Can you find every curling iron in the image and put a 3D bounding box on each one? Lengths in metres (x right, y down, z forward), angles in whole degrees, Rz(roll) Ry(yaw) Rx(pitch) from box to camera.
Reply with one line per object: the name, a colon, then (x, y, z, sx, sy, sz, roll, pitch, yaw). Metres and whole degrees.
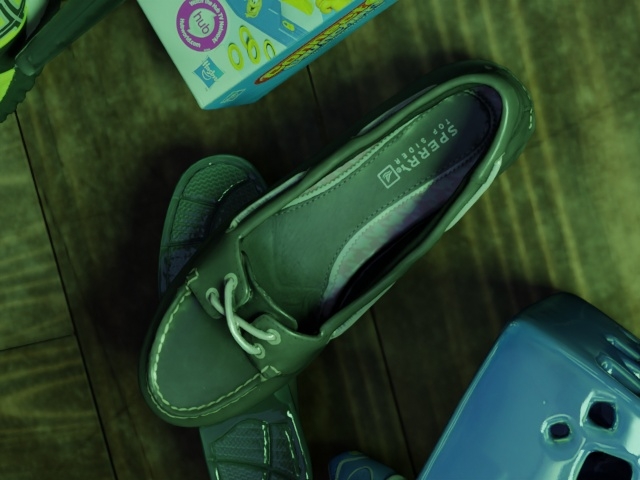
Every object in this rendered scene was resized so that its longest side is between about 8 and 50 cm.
curling iron: (-0.105, -0.182, 1.064, 0.274, 0.035, 0.068, -28, 87, 25)

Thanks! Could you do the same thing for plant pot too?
plant pot: (0.167, 0.186, 0.983, 0.212, 0.236, 0.236, 31, 99, 14)

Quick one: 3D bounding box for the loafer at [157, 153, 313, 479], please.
loafer: (-0.059, 0.073, 1.160, 0.096, 0.084, 0.267, -8, 88, 3)

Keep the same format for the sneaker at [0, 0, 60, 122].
sneaker: (-0.262, -0.204, 1.110, 0.145, 0.147, 0.385, 48, 140, 17)

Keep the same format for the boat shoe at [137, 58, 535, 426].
boat shoe: (0.000, 0.000, 1.061, 0.335, 0.095, 0.112, -41, 85, 5)

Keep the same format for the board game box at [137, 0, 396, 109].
board game box: (-0.027, -0.296, 1.077, 0.302, 0.086, 0.308, -33, 85, 25)

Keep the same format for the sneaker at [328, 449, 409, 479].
sneaker: (0.011, 0.247, 1.174, 0.081, 0.080, 0.211, 40, 113, 35)
